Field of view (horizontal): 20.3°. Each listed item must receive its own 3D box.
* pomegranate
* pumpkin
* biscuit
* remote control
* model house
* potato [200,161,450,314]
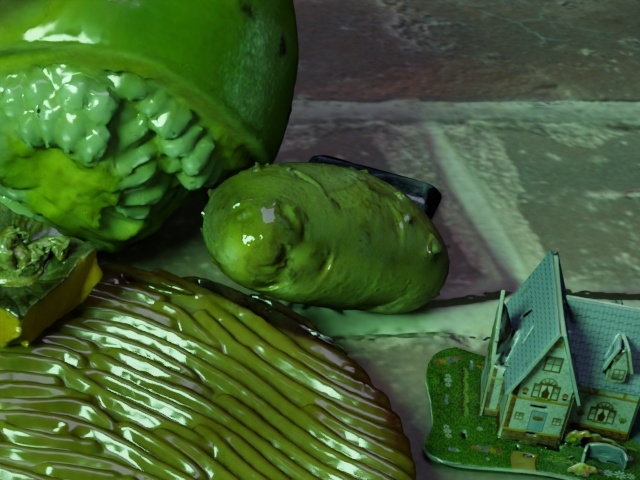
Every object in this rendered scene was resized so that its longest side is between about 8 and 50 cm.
[{"bbox_3d":[-0.149,-0.132,1.051,0.260,0.341,0.260,-5,66,10],"label":"pomegranate"},{"bbox_3d":[-0.172,0.016,0.976,0.083,0.054,0.074,25,41,17],"label":"pumpkin"},{"bbox_3d":[-0.103,0.112,0.936,0.318,0.040,0.318,7,34,-5],"label":"biscuit"},{"bbox_3d":[0.035,-0.039,1.220,0.096,0.014,0.039,17,34,10],"label":"remote control"},{"bbox_3d":[0.149,0.073,1.020,0.167,0.088,0.117,11,33,-1],"label":"model house"},{"bbox_3d":[0.000,0.000,1.066,0.105,0.085,0.188,42,21,30],"label":"potato"}]
